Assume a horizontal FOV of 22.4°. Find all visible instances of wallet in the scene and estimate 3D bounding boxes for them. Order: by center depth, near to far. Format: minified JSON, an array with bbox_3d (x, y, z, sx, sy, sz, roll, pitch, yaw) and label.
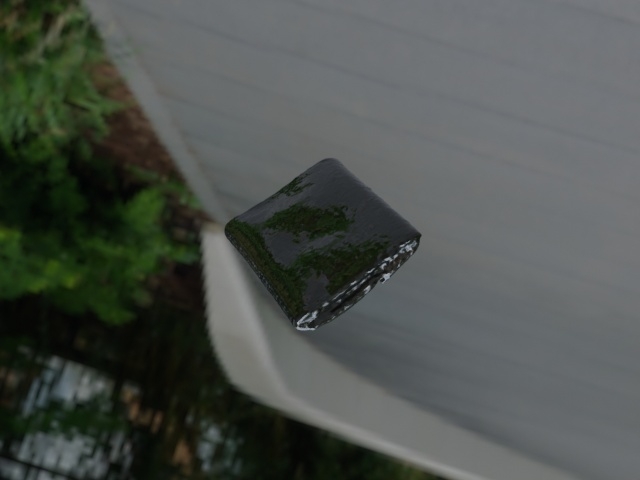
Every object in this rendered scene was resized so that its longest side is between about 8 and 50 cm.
[{"bbox_3d":[0.000,0.000,1.873,0.044,0.170,0.321,58,175,-26],"label":"wallet"}]
